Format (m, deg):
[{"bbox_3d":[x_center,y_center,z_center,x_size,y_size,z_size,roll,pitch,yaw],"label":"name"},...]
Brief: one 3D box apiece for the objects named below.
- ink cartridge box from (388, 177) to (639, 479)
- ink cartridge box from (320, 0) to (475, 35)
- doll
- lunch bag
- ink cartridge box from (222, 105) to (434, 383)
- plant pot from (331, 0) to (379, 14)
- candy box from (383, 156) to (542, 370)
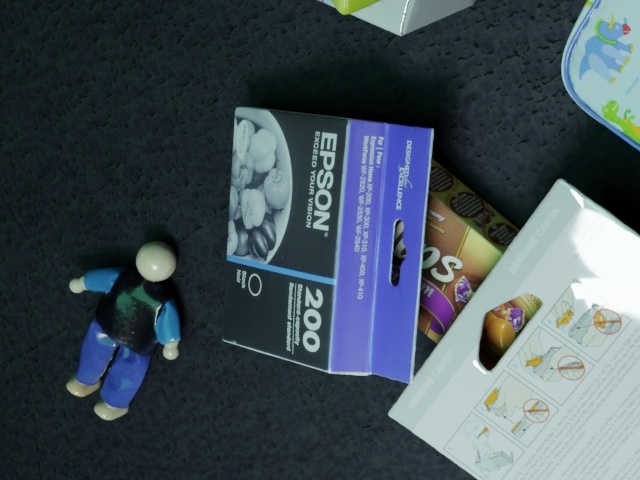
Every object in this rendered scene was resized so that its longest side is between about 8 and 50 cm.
[{"bbox_3d":[0.219,0.109,1.313,0.239,0.060,0.275,37,123,7],"label":"ink cartridge box"},{"bbox_3d":[0.027,-0.229,1.291,0.175,0.127,0.072,27,120,22],"label":"ink cartridge box"},{"bbox_3d":[-0.183,0.076,1.584,0.129,0.046,0.189,38,123,15],"label":"doll"},{"bbox_3d":[0.280,-0.159,1.180,0.176,0.090,0.219,37,122,15],"label":"lunch bag"},{"bbox_3d":[0.000,0.000,1.379,0.208,0.045,0.206,10,98,48],"label":"ink cartridge box"},{"bbox_3d":[0.061,-0.325,1.136,0.227,0.207,0.228,94,152,-63],"label":"plant pot"},{"bbox_3d":[0.109,0.021,1.376,0.187,0.053,0.109,40,124,13],"label":"candy box"}]
